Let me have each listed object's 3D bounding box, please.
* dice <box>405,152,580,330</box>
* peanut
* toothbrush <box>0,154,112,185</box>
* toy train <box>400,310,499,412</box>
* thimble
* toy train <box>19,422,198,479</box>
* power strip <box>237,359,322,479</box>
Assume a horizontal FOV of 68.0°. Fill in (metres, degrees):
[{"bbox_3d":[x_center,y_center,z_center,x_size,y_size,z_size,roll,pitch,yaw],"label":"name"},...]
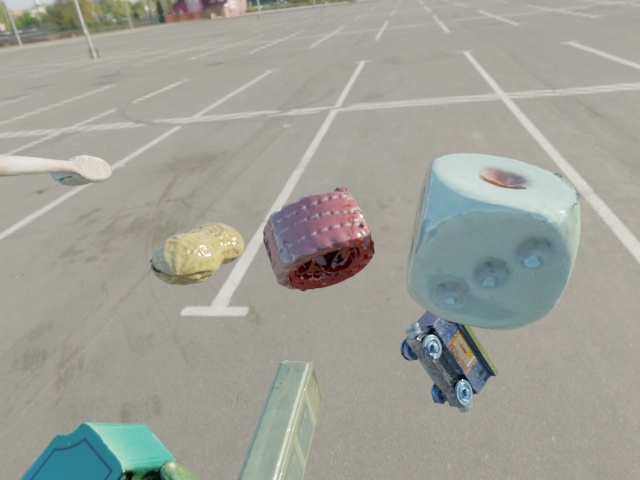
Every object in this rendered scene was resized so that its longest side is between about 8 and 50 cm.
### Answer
[{"bbox_3d":[0.317,-0.005,0.925,0.268,0.263,0.265,11,30,6],"label":"dice"},{"bbox_3d":[-0.324,0.031,1.301,0.149,0.149,0.313,5,17,21],"label":"peanut"},{"bbox_3d":[-0.224,-0.047,0.295,0.029,0.025,0.307,-17,4,8],"label":"toothbrush"},{"bbox_3d":[0.369,0.334,1.380,0.202,0.300,0.131,-39,10,-33],"label":"toy train"},{"bbox_3d":[-0.005,0.004,0.863,0.189,0.163,0.125,-21,60,3],"label":"thimble"},{"bbox_3d":[-0.199,0.256,0.400,0.154,0.107,0.198,35,82,26],"label":"toy train"},{"bbox_3d":[-0.049,0.248,0.534,0.052,0.078,0.272,-5,30,15],"label":"power strip"}]
